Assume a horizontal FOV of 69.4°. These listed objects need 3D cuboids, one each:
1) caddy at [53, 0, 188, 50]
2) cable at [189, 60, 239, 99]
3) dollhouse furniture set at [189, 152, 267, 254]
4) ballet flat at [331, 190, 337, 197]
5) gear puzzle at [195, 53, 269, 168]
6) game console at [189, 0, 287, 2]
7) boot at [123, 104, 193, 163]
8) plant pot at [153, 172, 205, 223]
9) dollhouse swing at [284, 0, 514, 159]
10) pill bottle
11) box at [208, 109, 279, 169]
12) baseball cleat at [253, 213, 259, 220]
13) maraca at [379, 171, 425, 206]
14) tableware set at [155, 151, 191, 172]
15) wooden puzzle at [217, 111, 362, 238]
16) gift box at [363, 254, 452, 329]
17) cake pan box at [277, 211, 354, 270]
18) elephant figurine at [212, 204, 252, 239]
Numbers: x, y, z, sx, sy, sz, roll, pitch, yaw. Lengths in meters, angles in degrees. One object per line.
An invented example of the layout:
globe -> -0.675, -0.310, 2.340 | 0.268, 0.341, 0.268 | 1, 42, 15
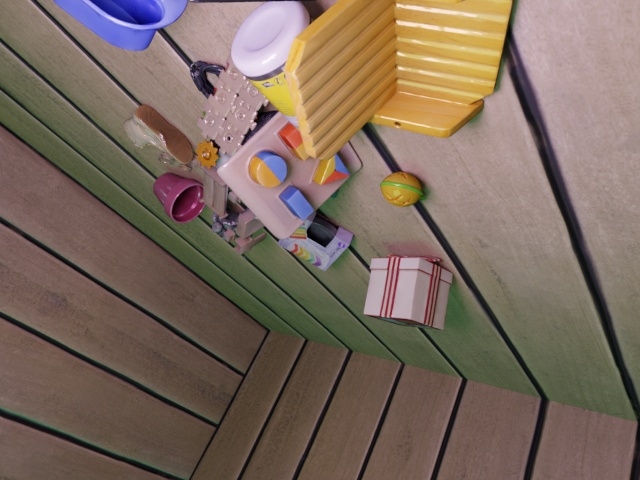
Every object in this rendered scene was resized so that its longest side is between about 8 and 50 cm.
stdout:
caddy -> -0.464, -0.600, 1.027 | 0.341, 0.241, 0.179 | 35, 159, -17
cable -> -0.301, -0.456, 1.387 | 0.151, 0.047, 0.184 | 9, 148, 24
dollhouse furniture set -> -0.373, -0.172, 1.928 | 0.356, 0.174, 0.303 | 40, 141, 19
ballet flat -> 0.040, -0.184, 1.572 | 0.041, 0.041, 0.114 | 24, 155, 8
gear puzzle -> -0.262, -0.342, 1.332 | 0.175, 0.044, 0.339 | 42, 119, 11
game console -> -0.190, -0.479, 0.884 | 0.250, 0.293, 0.173 | 56, 144, 17
boot -> -0.630, -0.386, 1.787 | 0.262, 0.095, 0.204 | 43, 151, -28
plant pot -> -0.638, -0.205, 2.061 | 0.180, 0.201, 0.201 | 35, 160, 24
dollhouse swing -> 0.155, -0.308, 0.890 | 0.315, 0.304, 0.346 | 18, 153, 20
pill bottle -> -0.032, -0.368, 1.069 | 0.188, 0.187, 0.334 | 8, 163, 36
box -> -0.163, -0.245, 1.489 | 0.294, 0.182, 0.296 | 7, 148, 41
baseball cleat -> -0.189, -0.163, 1.748 | 0.206, 0.072, 0.109 | -30, 101, 21
maraca -> 0.246, -0.146, 1.372 | 0.127, 0.099, 0.186 | 17, 180, 27
tableware set -> -0.601, -0.327, 1.917 | 0.169, 0.020, 0.141 | 15, 166, -16
wooden puzzle -> -0.064, -0.197, 1.308 | 0.080, 0.348, 0.322 | 44, 175, 49
gift box -> 0.337, 0.188, 1.752 | 0.255, 0.258, 0.276 | -1, 163, 43
cake pan box -> -0.023, -0.007, 1.896 | 0.246, 0.070, 0.267 | 30, 143, -9
elephant figurine -> -0.352, -0.075, 2.069 | 0.240, 0.169, 0.186 | 5, 180, 10
